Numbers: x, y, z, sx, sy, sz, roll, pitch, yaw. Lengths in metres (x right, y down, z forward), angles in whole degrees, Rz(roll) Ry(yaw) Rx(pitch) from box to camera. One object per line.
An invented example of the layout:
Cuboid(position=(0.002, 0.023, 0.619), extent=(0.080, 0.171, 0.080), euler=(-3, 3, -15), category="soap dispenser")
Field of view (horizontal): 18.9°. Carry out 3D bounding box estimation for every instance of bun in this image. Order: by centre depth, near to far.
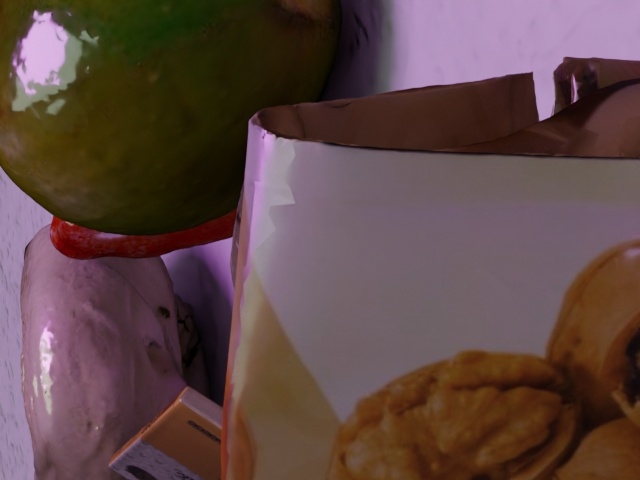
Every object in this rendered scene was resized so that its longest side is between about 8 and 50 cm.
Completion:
Cuboid(position=(-0.128, 0.094, 1.213), extent=(0.237, 0.116, 0.210), euler=(101, 163, -76), category="bun")

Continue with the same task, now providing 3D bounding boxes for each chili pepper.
Cuboid(position=(-0.093, -0.024, 1.079), extent=(0.073, 0.123, 0.070), euler=(-125, 33, -48), category="chili pepper")

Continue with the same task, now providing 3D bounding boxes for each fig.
Cuboid(position=(-0.074, -0.095, 0.953), extent=(0.191, 0.181, 0.181), euler=(-17, 78, 44), category="fig")

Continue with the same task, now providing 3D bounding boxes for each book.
Cuboid(position=(-0.047, 0.133, 1.040), extent=(0.012, 0.118, 0.172), euler=(-60, 7, -25), category="book")

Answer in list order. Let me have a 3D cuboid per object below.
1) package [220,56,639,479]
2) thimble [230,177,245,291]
Cuboid(position=(0.077, 0.101, 0.616), extent=(0.165, 0.221, 0.311), euler=(-93, 4, -74), category="package")
Cuboid(position=(0.000, 0.000, 0.893), extent=(0.062, 0.084, 0.110), euler=(108, 147, -48), category="thimble")
